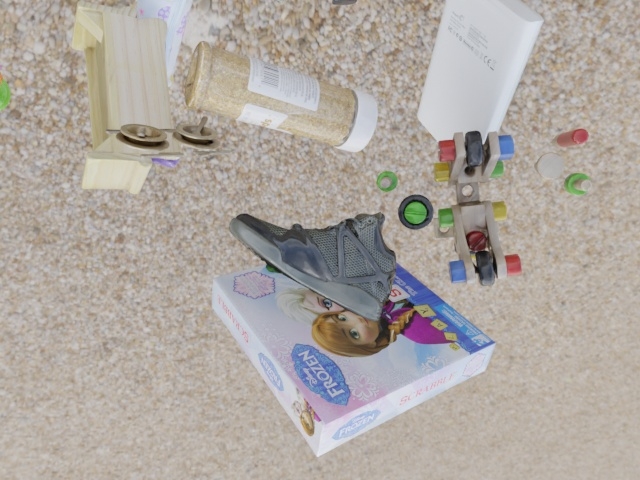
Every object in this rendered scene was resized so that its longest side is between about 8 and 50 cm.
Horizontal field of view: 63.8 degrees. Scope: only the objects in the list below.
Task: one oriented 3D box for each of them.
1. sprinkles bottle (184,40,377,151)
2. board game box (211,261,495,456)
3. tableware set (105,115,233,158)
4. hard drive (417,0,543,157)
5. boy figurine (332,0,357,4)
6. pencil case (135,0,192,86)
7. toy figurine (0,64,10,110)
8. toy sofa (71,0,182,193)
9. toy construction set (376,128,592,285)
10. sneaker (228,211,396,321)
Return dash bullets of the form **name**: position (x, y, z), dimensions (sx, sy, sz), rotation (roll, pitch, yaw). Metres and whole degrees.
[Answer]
- **sprinkles bottle**: position (-0.068, -0.264, 0.972), dimensions (0.355, 0.121, 0.121), rotation (10, 132, -26)
- **board game box**: position (0.042, 0.130, 0.798), dimensions (0.317, 0.318, 0.066), rotation (-14, 128, -33)
- **tableware set**: position (-0.259, -0.187, 0.897), dimensions (0.194, 0.128, 0.039), rotation (-14, 129, -48)
- **hard drive**: position (0.269, -0.297, 0.931), dimensions (0.040, 0.203, 0.308), rotation (-17, 144, -17)
- **boy figurine**: position (0.073, -0.866, 1.529), dimensions (0.092, 0.177, 0.286), rotation (-9, 98, -17)
- **pencil case**: position (-0.359, -0.487, 1.164), dimensions (0.113, 0.124, 0.273), rotation (-27, 153, -51)
- **toy figurine**: position (-0.518, -0.231, 0.741), dimensions (0.159, 0.130, 0.173), rotation (-7, -167, 44)
- **toy sofa**: position (-0.408, -0.290, 1.068), dimensions (0.177, 0.363, 0.150), rotation (-2, 164, -31)
- **toy construction set**: position (0.298, -0.083, 0.906), dimensions (0.308, 0.237, 0.258), rotation (-31, 91, 14)
- **sneaker**: position (0.000, 0.000, 0.670), dimensions (0.227, 0.130, 0.087), rotation (27, 172, -3)
